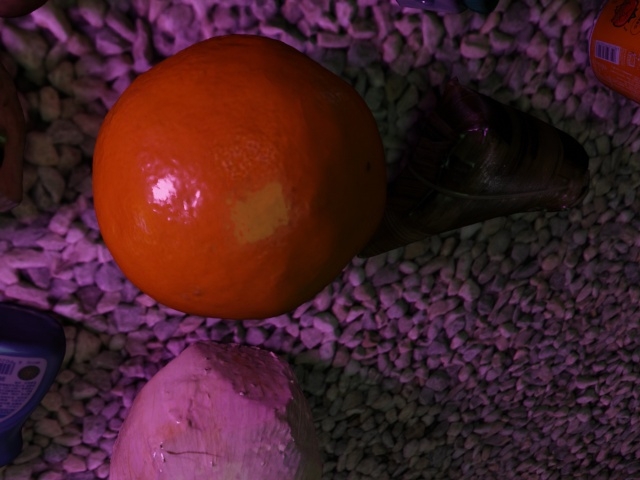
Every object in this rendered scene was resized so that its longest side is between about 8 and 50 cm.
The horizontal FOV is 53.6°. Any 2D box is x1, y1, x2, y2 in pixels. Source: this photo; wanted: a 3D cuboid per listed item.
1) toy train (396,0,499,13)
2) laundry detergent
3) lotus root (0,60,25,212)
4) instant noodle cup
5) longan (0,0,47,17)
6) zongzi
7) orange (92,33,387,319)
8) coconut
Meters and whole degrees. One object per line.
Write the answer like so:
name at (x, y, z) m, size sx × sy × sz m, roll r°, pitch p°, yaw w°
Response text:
toy train at (0.095, -0.381, 0.585) m, size 0.429 × 0.178 × 0.249 m, roll 28°, pitch 82°, yaw -61°
laundry detergent at (-0.442, 0.218, 0.816) m, size 0.143 × 0.094 × 0.290 m, roll 18°, pitch 113°, yaw -35°
lotus root at (-0.458, -0.083, 0.622) m, size 0.314 × 0.142 × 0.210 m, roll -10°, pitch 83°, yaw -12°
instant noodle cup at (0.493, -0.269, 0.870) m, size 0.215 × 0.172 × 0.216 m, roll -10°, pitch 120°, yaw -18°
longan at (-0.308, -0.266, 0.601) m, size 0.119 × 0.106 × 0.106 m, roll 10°, pitch 120°, yaw 17°
zongzi at (0.218, -0.058, 0.916) m, size 0.286 × 0.134 × 0.288 m, roll 13°, pitch 125°, yaw -32°
orange at (-0.085, -0.063, 0.677) m, size 0.312 × 0.312 × 0.312 m, roll -10°, pitch 120°, yaw -17°
coconut at (-0.141, 0.309, 0.884) m, size 0.297 × 0.254 × 0.297 m, roll -9°, pitch 118°, yaw -17°
